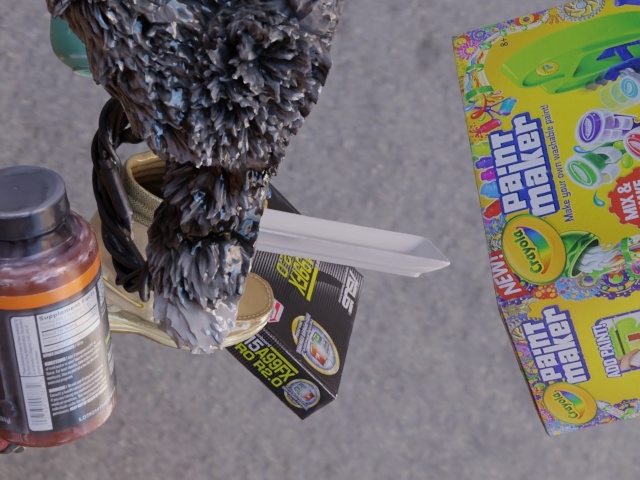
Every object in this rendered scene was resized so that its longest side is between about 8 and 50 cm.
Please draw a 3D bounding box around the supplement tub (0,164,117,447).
[{"bbox_3d":[-0.208,0.046,1.140,0.106,0.106,0.198,-23,128,-29],"label":"supplement tub"}]

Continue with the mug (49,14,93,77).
[{"bbox_3d":[-0.222,-0.222,1.636,0.158,0.129,0.097,7,88,-77],"label":"mug"}]

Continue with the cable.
[{"bbox_3d":[-0.153,-0.036,1.313,0.047,0.150,0.184,-16,148,-37],"label":"cable"}]

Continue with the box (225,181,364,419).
[{"bbox_3d":[-0.053,0.059,1.913,0.060,0.270,0.216,-37,108,27],"label":"box"}]

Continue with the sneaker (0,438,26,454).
[{"bbox_3d":[-0.362,0.089,1.634,0.135,0.097,0.276,-2,85,-46],"label":"sneaker"}]

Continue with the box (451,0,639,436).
[{"bbox_3d":[0.269,-0.040,1.207,0.279,0.290,0.177,-15,137,11],"label":"box"}]

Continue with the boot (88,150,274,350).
[{"bbox_3d":[-0.117,0.007,1.497,0.262,0.095,0.203,12,135,-35],"label":"boot"}]

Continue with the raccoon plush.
[{"bbox_3d":[-0.155,-0.130,1.027,0.299,0.216,0.446,10,106,-11],"label":"raccoon plush"}]

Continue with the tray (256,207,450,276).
[{"bbox_3d":[0.000,0.000,1.746,0.270,0.145,0.030,10,101,-9],"label":"tray"}]
